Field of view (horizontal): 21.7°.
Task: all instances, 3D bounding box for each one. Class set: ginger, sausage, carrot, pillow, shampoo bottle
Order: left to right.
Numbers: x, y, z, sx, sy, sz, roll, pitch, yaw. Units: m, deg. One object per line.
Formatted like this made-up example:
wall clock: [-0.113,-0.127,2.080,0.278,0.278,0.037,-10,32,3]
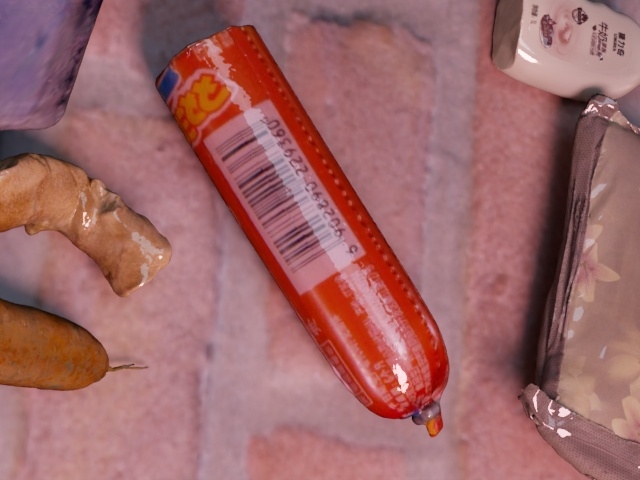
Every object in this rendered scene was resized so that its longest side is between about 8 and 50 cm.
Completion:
ginger: [-0.218,-0.014,0.910,0.288,0.089,0.075,8,43,-33]
carrot: [-0.204,0.037,0.873,0.298,0.078,0.078,26,61,-42]
sausage: [0.000,0.000,1.008,0.074,0.074,0.274,-31,87,-30]
shampoo bottle: [0.195,-0.128,1.158,0.152,0.045,0.077,18,66,-20]
pillow: [0.210,0.045,1.100,0.169,0.059,0.255,24,63,-17]

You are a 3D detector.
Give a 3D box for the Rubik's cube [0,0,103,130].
Rubik's cube: [-0.265,-0.259,0.796,0.313,0.318,0.316,-1,55,-24]
